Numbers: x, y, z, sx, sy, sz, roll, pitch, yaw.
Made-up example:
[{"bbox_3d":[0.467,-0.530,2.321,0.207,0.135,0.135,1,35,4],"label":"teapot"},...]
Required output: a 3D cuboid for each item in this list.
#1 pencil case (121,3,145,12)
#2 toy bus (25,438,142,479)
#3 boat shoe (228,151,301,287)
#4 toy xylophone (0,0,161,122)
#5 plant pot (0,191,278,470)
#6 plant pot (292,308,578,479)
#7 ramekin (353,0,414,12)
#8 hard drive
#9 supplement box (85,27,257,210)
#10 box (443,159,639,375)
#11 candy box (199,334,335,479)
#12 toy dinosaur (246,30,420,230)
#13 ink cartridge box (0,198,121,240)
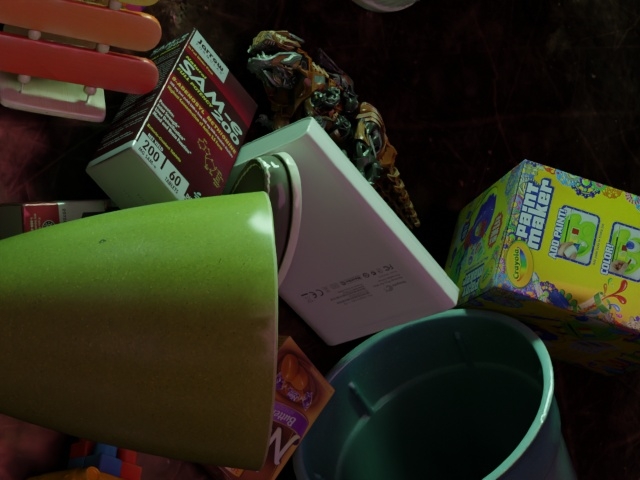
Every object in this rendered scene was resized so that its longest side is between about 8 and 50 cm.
[{"bbox_3d":[-0.277,-0.327,1.330,0.236,0.104,0.104,31,70,-36],"label":"pencil case"},{"bbox_3d":[-0.224,0.319,1.351,0.220,0.149,0.211,34,51,-39],"label":"toy bus"},{"bbox_3d":[-0.107,0.036,1.397,0.091,0.109,0.305,5,121,-31],"label":"boat shoe"},{"bbox_3d":[-0.270,-0.276,1.255,0.236,0.081,0.322,1,124,-20],"label":"toy xylophone"},{"bbox_3d":[-0.203,0.085,1.197,0.294,0.275,0.274,1,88,-9],"label":"plant pot"},{"bbox_3d":[0.189,0.322,1.588,0.341,0.341,0.334,-51,127,-29],"label":"plant pot"},{"bbox_3d":[0.108,-0.416,1.653,0.207,0.109,0.207,1,88,-41],"label":"ramekin"},{"bbox_3d":[0.000,0.000,1.495,0.307,0.203,0.040,48,39,-29],"label":"hard drive"},{"bbox_3d":[-0.159,-0.116,1.384,0.130,0.073,0.239,50,34,-27],"label":"supplement box"},{"bbox_3d":[0.333,0.048,1.654,0.279,0.290,0.177,17,76,-7],"label":"box"},{"bbox_3d":[-0.072,0.220,1.526,0.109,0.053,0.186,52,60,-28],"label":"candy box"},{"bbox_3d":[0.026,-0.123,1.562,0.322,0.164,0.218,29,52,-14],"label":"toy dinosaur"},{"bbox_3d":[-0.259,0.018,1.356,0.175,0.072,0.127,-5,92,-40],"label":"ink cartridge box"}]
